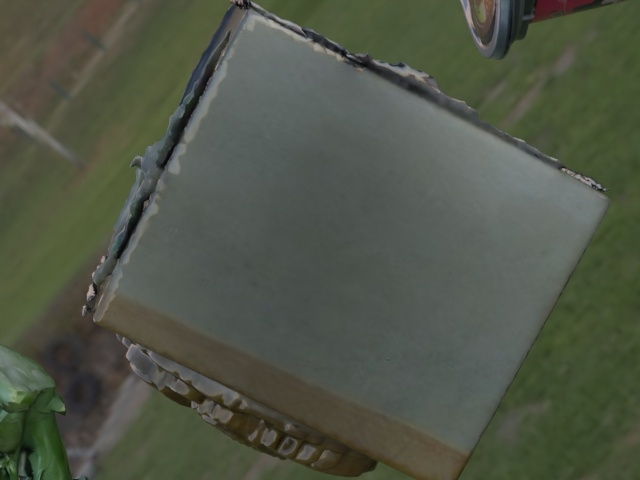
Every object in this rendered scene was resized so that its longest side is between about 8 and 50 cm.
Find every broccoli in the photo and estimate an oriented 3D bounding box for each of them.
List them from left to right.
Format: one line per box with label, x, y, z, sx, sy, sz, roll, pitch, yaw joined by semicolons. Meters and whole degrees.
broccoli;-0.301;0.191;1.461;0.242;0.269;0.261;-60;-15;21

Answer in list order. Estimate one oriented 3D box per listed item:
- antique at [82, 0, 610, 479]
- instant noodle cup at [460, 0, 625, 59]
antique;0.000;0.000;0.659;0.148;0.152;0.147;-63;7;7
instant noodle cup;0.197;-0.276;1.327;0.181;0.258;0.302;-8;9;-3
